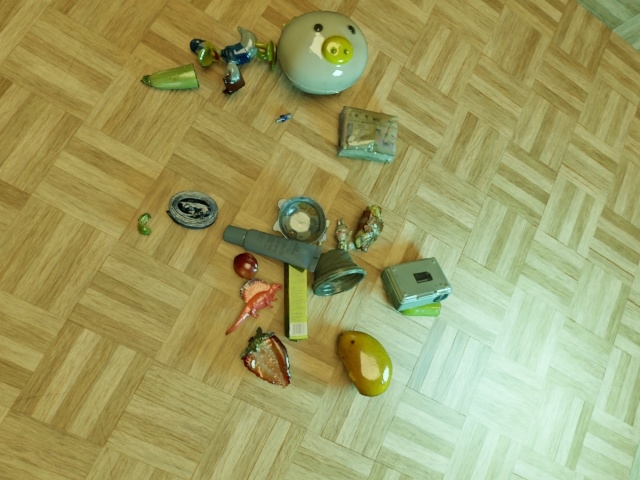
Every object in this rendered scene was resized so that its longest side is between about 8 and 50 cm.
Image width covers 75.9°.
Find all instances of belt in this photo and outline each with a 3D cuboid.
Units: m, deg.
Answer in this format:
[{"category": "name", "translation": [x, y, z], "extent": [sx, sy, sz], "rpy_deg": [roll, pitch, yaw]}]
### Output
[{"category": "belt", "translation": [-0.497, -0.118, 1.596], "extent": [0.191, 0.082, 0.141], "rpy_deg": [12, 75, -16]}]

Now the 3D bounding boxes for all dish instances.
[{"category": "dish", "translation": [-0.094, -0.072, 1.704], "extent": [0.228, 0.086, 0.236], "rpy_deg": [-28, 92, -16]}]

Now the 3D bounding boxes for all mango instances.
[{"category": "mango", "translation": [0.184, 0.494, 1.690], "extent": [0.191, 0.160, 0.290], "rpy_deg": [-32, 84, -10]}]

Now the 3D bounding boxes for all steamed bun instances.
[{"category": "steamed bun", "translation": [0.009, -0.773, 1.698], "extent": [0.374, 0.334, 0.333], "rpy_deg": [-9, 86, -22]}]

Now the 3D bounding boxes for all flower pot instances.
[{"category": "flower pot", "translation": [0.060, 0.122, 1.676], "extent": [0.236, 0.235, 0.140], "rpy_deg": [-10, 64, -17]}]

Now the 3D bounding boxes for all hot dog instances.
[{"category": "hot dog", "translation": [0.214, -0.050, 1.763], "extent": [0.103, 0.146, 0.213], "rpy_deg": [16, 83, 13]}]

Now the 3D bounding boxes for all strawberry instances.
[{"category": "strawberry", "translation": [-0.193, 0.460, 1.612], "extent": [0.228, 0.098, 0.174], "rpy_deg": [40, 76, -12]}]

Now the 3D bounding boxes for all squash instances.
[{"category": "squash", "translation": [0.424, 0.291, 1.812], "extent": [0.188, 0.095, 0.095], "rpy_deg": [4, 83, -12]}, {"category": "squash", "translation": [-0.602, -0.646, 1.634], "extent": [0.225, 0.094, 0.094], "rpy_deg": [-10, 87, -9]}]

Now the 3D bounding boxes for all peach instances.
[{"category": "peach", "translation": [-0.298, 0.100, 1.624], "extent": [0.101, 0.101, 0.100], "rpy_deg": [2, 83, -16]}]

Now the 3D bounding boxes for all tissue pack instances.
[{"category": "tissue pack", "translation": [0.210, -0.467, 1.817], "extent": [0.257, 0.123, 0.214], "rpy_deg": [7, 80, -16]}]

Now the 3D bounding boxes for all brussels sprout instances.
[{"category": "brussels sprout", "translation": [-0.672, -0.062, 1.564], "extent": [0.051, 0.046, 0.083], "rpy_deg": [-3, 75, -12]}]

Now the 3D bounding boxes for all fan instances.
[{"category": "fan", "translation": [0.000, 0.000, 1.760], "extent": [0.038, 0.016, 0.193], "rpy_deg": [17, 78, -11]}]

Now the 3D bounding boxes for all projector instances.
[{"category": "projector", "translation": [0.417, 0.183, 1.775], "extent": [0.257, 0.099, 0.191], "rpy_deg": [-9, 57, -17]}]

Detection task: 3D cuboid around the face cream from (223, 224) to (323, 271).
[{"category": "face cream", "translation": [-0.191, 0.022, 1.606], "extent": [0.386, 0.086, 0.135], "rpy_deg": [16, 46, 8]}]

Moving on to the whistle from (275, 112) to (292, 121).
[{"category": "whistle", "translation": [-0.158, -0.530, 1.768], "extent": [0.083, 0.029, 0.033], "rpy_deg": [-30, 56, -22]}]

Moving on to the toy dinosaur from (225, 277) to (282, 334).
[{"category": "toy dinosaur", "translation": [-0.281, 0.238, 1.612], "extent": [0.286, 0.070, 0.138], "rpy_deg": [-33, 105, -16]}]

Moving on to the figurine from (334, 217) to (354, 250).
[{"category": "figurine", "translation": [0.102, -0.027, 1.748], "extent": [0.081, 0.098, 0.146], "rpy_deg": [-12, 89, -4]}]

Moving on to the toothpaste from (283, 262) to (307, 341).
[{"category": "toothpaste", "translation": [-0.101, 0.236, 1.655], "extent": [0.078, 0.110, 0.327], "rpy_deg": [1, 83, -14]}]

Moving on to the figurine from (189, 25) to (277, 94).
[{"category": "figurine", "translation": [-0.373, -0.734, 1.685], "extent": [0.339, 0.204, 0.283], "rpy_deg": [15, 87, -2]}]
